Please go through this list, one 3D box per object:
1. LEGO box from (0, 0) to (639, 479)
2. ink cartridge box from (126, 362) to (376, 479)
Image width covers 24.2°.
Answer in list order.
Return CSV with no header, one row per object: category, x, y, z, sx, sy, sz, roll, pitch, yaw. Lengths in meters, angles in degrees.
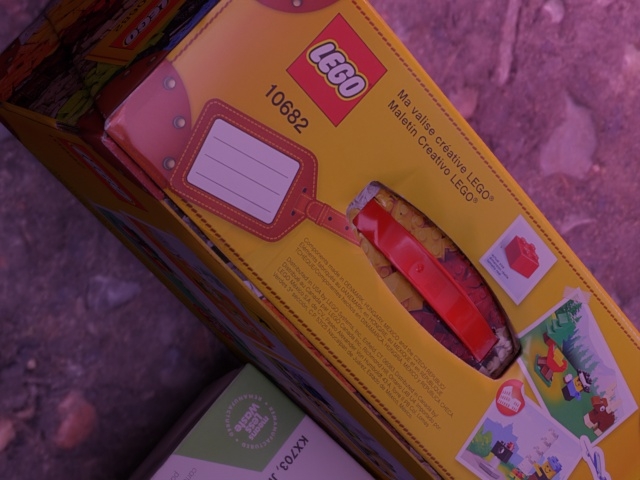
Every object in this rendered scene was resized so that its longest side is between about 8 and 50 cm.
LEGO box,0.000,0.000,1.176,0.193,0.372,0.500,-48,116,-11
ink cartridge box,-0.011,0.303,1.283,0.353,0.119,0.207,43,62,-7
